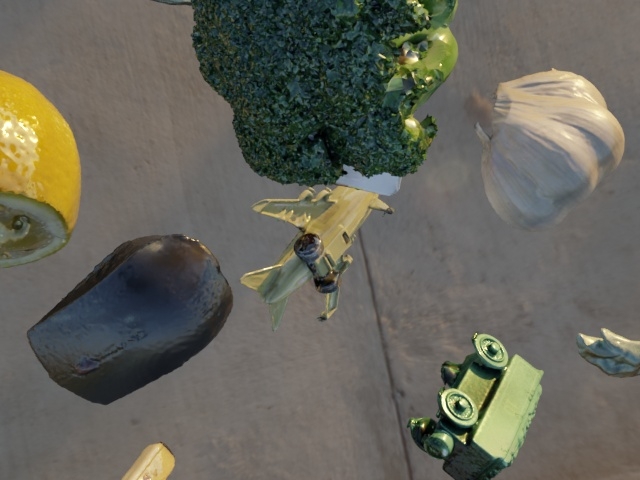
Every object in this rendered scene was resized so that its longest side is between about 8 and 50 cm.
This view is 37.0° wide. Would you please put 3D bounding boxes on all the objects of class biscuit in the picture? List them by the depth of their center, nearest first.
[{"bbox_3d":[-0.325,0.435,1.683,0.052,0.188,0.056,-13,117,34],"label":"biscuit"}]

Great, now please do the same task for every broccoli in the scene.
[{"bbox_3d":[0.006,-0.195,0.828,0.245,0.265,0.294,0,88,-36],"label":"broccoli"}]

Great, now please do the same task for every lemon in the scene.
[{"bbox_3d":[-0.588,-0.138,1.656,0.364,0.364,0.364,0,84,3],"label":"lemon"}]

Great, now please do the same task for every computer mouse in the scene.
[{"bbox_3d":[-0.248,0.113,1.252,0.295,0.087,0.168,-38,113,12],"label":"computer mouse"}]

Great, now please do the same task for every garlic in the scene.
[{"bbox_3d":[0.307,-0.123,1.239,0.178,0.143,0.229,36,72,-28],"label":"garlic"}]

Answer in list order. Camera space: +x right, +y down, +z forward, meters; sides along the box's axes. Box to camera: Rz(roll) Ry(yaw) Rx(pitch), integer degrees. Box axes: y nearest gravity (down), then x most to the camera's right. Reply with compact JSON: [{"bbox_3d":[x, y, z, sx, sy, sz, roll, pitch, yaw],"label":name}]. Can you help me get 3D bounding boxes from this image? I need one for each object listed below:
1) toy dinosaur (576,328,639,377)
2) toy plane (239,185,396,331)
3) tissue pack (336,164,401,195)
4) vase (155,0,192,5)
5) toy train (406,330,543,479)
[{"bbox_3d":[0.414,0.093,0.739,0.393,0.092,0.205,22,120,5],"label":"toy dinosaur"},{"bbox_3d":[0.000,0.000,1.308,0.256,0.242,0.104,-41,43,-11],"label":"toy plane"},{"bbox_3d":[0.050,-0.128,1.103,0.106,0.149,0.099,10,119,5],"label":"tissue pack"},{"bbox_3d":[-0.154,-0.473,1.174,0.245,0.291,0.245,17,48,-20],"label":"vase"},{"bbox_3d":[0.153,0.160,0.909,0.099,0.172,0.070,38,129,4],"label":"toy train"}]
